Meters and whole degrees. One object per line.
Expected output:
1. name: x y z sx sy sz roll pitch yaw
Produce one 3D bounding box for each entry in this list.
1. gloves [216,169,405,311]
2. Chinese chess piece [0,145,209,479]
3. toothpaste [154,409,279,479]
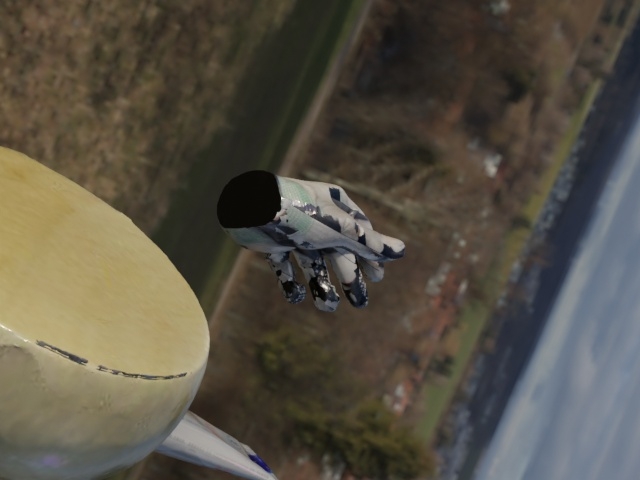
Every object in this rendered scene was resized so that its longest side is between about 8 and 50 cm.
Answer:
1. gloves: -0.005 -0.006 1.458 0.127 0.111 0.212 -36 149 21
2. Chinese chess piece: -0.187 0.040 0.871 0.097 0.251 0.251 -52 175 16
3. toothpaste: -0.173 0.178 1.431 0.323 0.100 0.066 28 93 -36
